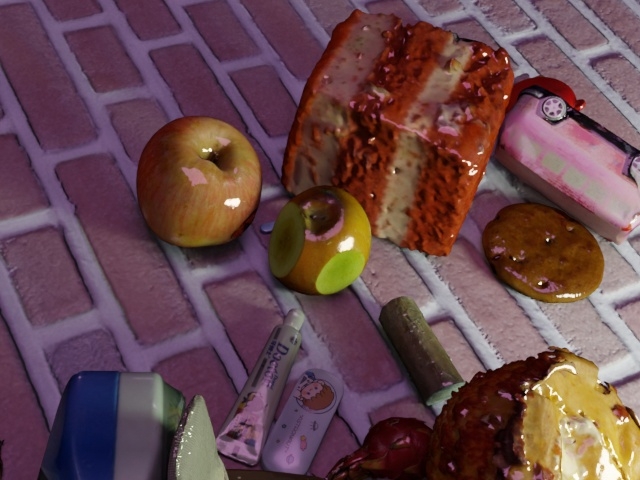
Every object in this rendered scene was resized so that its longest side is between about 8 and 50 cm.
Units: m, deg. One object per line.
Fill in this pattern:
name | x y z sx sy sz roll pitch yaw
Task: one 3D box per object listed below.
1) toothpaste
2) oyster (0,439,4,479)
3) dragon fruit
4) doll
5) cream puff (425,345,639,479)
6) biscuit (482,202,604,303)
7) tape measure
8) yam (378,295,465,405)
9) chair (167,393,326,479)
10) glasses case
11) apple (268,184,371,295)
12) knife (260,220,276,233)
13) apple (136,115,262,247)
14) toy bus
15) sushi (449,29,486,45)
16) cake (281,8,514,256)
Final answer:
toothpaste | -0.075 0.201 1.399 0.067 0.037 0.255 23 54 2
oyster | -0.455 0.296 1.232 0.105 0.056 0.177 7 45 -16
dragon fruit | 0.076 0.290 1.325 0.190 0.094 0.094 -12 54 -7
doll | 0.386 -0.260 1.842 0.217 0.085 0.183 3 48 14
cream puff | 0.267 0.317 1.240 0.350 0.228 0.350 19 56 -31
biscuit | 0.374 0.018 1.637 0.212 0.036 0.212 6 51 -8
tape measure | -0.241 0.287 1.154 0.138 0.259 0.262 8 45 -5
yam | 0.147 0.165 1.454 0.068 0.068 0.169 -13 51 -21
chair | -0.084 0.322 1.109 0.186 0.319 0.160 12 50 -2
glasses case | -0.023 0.253 1.356 0.067 0.045 0.178 23 50 7
apple | -0.002 -0.005 1.506 0.163 0.147 0.146 -18 56 -22
knife | -0.054 -0.028 1.605 0.096 0.010 0.027 -15 57 -20
apple | -0.188 -0.086 1.527 0.209 0.164 0.209 13 52 -16
toy bus | 0.440 -0.131 1.683 0.302 0.127 0.147 36 82 12
sushi | 0.263 -0.359 1.914 0.084 0.056 0.083 30 59 11
cake | 0.123 -0.179 1.598 0.319 0.270 0.269 21 50 8
